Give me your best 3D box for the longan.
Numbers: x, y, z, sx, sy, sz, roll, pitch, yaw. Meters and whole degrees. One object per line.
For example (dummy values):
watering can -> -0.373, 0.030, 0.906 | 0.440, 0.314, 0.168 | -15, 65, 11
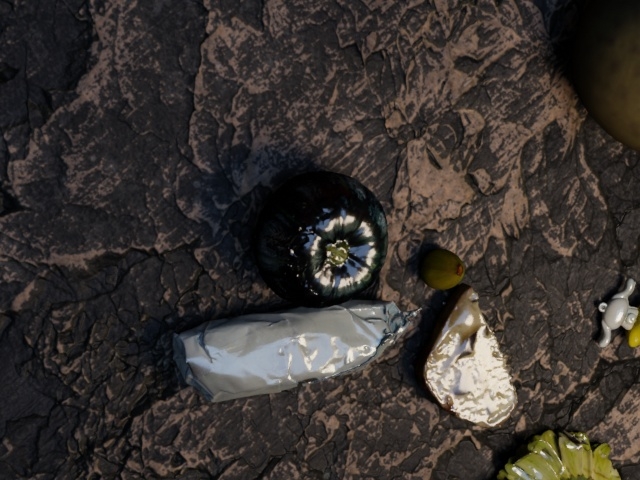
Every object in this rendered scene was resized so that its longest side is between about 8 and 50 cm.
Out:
longan -> 0.611, -0.313, 1.564 | 0.361, 0.361, 0.361 | -3, 100, -15

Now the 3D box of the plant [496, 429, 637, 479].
plant -> 0.481, 0.483, 1.719 | 0.306, 0.297, 0.261 | -6, 70, 1

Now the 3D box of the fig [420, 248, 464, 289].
fig -> 0.222, 0.052, 1.624 | 0.074, 0.088, 0.074 | -2, 94, -33

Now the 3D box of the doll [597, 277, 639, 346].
doll -> 0.582, 0.153, 1.755 | 0.135, 0.071, 0.113 | -44, 99, 0

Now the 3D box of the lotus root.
lotus root -> 0.260, 0.229, 1.673 | 0.170, 0.074, 0.260 | -32, 105, -6

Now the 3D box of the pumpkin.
pumpkin -> 0.000, 0.000, 1.514 | 0.233, 0.163, 0.233 | -8, 110, -21

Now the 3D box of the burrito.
burrito -> -0.027, 0.180, 1.568 | 0.445, 0.101, 0.139 | -9, 86, -14
